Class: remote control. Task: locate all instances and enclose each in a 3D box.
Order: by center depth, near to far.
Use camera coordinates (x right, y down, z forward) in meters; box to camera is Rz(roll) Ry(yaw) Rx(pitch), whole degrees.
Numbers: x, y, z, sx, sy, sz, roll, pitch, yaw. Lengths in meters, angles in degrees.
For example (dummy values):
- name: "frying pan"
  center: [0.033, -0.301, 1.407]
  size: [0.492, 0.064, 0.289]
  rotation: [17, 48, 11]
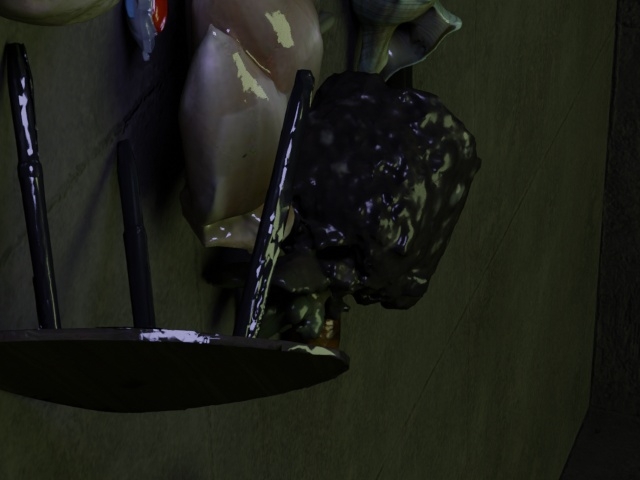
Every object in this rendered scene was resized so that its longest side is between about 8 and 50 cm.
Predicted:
- name: "remote control"
  center: [0.105, -0.184, 2.607]
  size: [0.063, 0.025, 0.245]
  rotation: [-65, 158, -48]

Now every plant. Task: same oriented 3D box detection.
- name: "plant"
  center: [0.021, -0.012, 2.147]
  size: [0.312, 0.213, 0.215]
  rotation: [-60, 158, -23]

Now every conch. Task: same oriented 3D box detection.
- name: "conch"
  center: [0.099, -0.286, 2.374]
  size: [0.234, 0.137, 0.114]
  rotation: [93, -9, -52]

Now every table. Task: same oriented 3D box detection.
- name: "table"
  center: [-0.125, -0.010, 1.634]
  size: [0.317, 0.317, 0.249]
  rotation: [45, 43, -69]

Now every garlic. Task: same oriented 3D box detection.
- name: "garlic"
  center: [-0.068, -0.161, 1.874]
  size: [0.279, 0.132, 0.325]
  rotation: [-90, -173, -50]

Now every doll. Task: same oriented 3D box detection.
- name: "doll"
  center: [-0.154, -0.213, 1.762]
  size: [0.057, 0.039, 0.114]
  rotation: [137, -40, -69]

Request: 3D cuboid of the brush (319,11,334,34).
- name: "brush"
  center: [-0.032, -0.212, 2.145]
  size: [0.299, 0.039, 0.042]
  rotation: [-45, 142, -62]

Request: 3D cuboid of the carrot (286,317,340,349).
- name: "carrot"
  center: [0.000, 0.000, 2.327]
  size: [0.066, 0.066, 0.314]
  rotation: [-39, 136, -64]

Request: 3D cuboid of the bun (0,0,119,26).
- name: "bun"
  center: [-0.192, -0.256, 1.476]
  size: [0.178, 0.128, 0.193]
  rotation: [-57, 150, -48]
